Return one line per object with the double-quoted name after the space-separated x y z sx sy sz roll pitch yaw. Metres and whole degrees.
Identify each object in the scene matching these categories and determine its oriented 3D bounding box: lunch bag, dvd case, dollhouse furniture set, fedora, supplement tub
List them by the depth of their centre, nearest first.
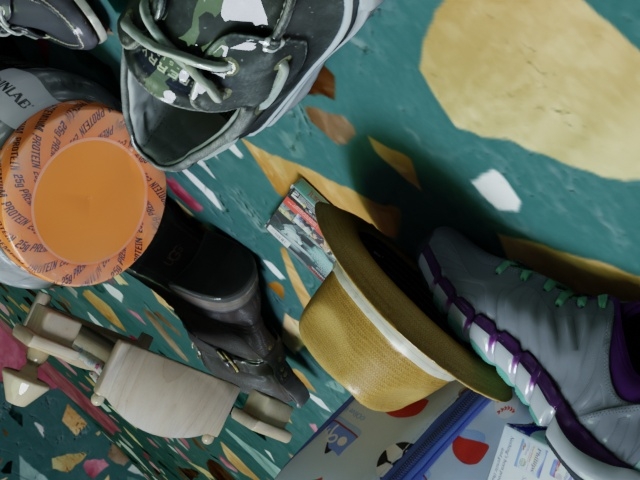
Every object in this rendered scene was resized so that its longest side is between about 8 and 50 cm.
0.042 0.059 0.831 0.194 0.079 0.194 41 -170 -9 "fedora"
0.085 0.234 0.960 0.115 0.243 0.303 26 153 41 "lunch bag"
0.000 0.000 0.992 0.087 0.013 0.119 43 159 1 "dvd case"
-0.285 -0.069 1.139 0.316 0.193 0.193 19 148 49 "supplement tub"
-0.262 0.148 1.217 0.355 0.174 0.303 27 176 -34 "dollhouse furniture set"

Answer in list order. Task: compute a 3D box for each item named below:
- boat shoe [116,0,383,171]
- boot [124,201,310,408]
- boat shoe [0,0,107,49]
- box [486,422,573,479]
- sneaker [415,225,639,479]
-0.049 -0.116 0.692 0.121 0.119 0.335 41 160 7 "boat shoe"
-0.136 0.062 1.269 0.263 0.091 0.229 30 156 28 "boot"
-0.252 -0.185 1.027 0.206 0.065 0.075 27 154 39 "boat shoe"
0.194 0.174 0.798 0.126 0.072 0.137 10 -170 -45 "box"
0.148 0.049 0.750 0.083 0.098 0.224 17 -152 -49 "sneaker"
